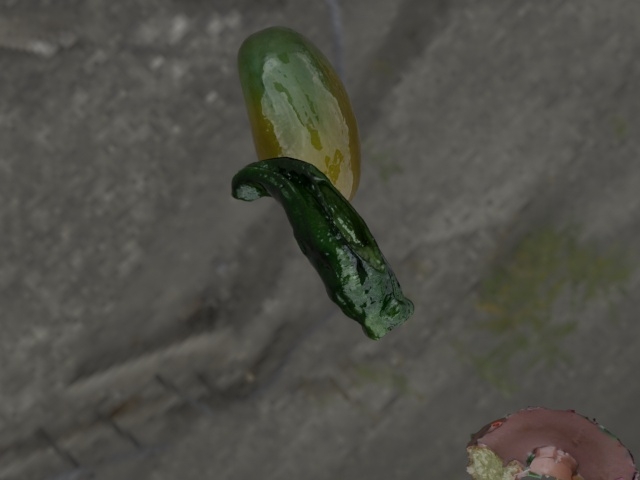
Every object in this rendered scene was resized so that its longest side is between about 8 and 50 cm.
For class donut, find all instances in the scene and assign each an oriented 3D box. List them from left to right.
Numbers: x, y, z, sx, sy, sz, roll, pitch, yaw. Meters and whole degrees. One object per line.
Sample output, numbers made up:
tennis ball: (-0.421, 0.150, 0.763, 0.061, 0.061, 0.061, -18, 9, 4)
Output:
donut: (0.224, 0.209, 1.681, 0.117, 0.166, 0.065, -40, 147, -39)

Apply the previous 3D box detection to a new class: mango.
mango: (-0.020, -0.104, 1.564, 0.092, 0.130, 0.195, -10, 142, 16)

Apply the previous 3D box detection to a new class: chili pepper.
chili pepper: (-0.001, -0.005, 1.342, 0.050, 0.182, 0.073, -33, 156, -18)
